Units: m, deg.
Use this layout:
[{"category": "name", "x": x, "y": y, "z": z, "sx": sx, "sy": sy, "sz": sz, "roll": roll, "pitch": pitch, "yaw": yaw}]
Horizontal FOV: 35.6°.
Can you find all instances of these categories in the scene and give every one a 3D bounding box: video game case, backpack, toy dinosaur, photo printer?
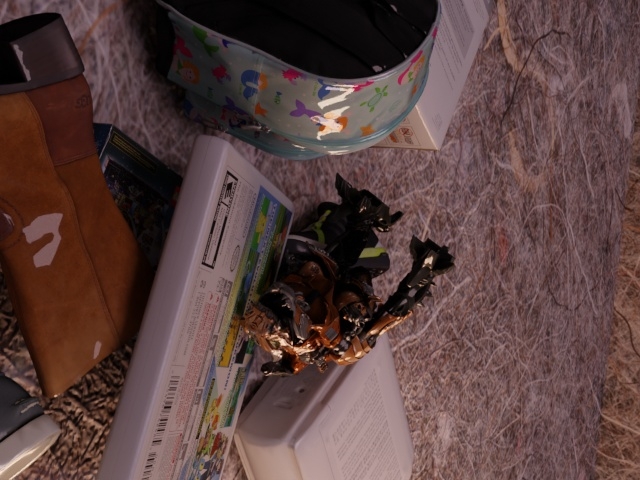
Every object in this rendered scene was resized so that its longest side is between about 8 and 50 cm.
[{"category": "video game case", "x": -0.110, "y": 0.090, "z": 0.971, "sx": 0.300, "sy": 0.036, "sz": 0.329, "roll": 41, "pitch": 63, "yaw": -77}, {"category": "backpack", "x": -0.015, "y": -0.196, "z": 0.987, "sx": 0.225, "sy": 0.253, "sz": 0.191, "roll": -56, "pitch": 160, "yaw": -38}, {"category": "toy dinosaur", "x": 0.025, "y": 0.060, "z": 1.109, "sx": 0.218, "sy": 0.164, "sz": 0.322, "roll": -56, "pitch": 175, "yaw": 10}, {"category": "photo printer", "x": 0.020, "y": 0.277, "z": 1.273, "sx": 0.256, "sy": 0.107, "sz": 0.307, "roll": -50, "pitch": 137, "yaw": -42}]

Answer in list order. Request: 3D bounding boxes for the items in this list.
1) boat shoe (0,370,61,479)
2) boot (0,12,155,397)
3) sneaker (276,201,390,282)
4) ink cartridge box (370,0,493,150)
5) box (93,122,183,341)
[{"category": "boat shoe", "x": -0.340, "y": 0.186, "z": 0.714, "sx": 0.319, "sy": 0.116, "sz": 0.099, "roll": -30, "pitch": 78, "yaw": -45}, {"category": "boot", "x": -0.258, "y": 0.000, "z": 0.769, "sx": 0.264, "sy": 0.096, "sz": 0.280, "roll": -44, "pitch": 130, "yaw": -45}, {"category": "sneaker", "x": 0.000, "y": 0.000, "z": 1.241, "sx": 0.234, "sy": 0.084, "sz": 0.097, "roll": 10, "pitch": 59, "yaw": -57}, {"category": "ink cartridge box", "x": 0.089, "y": -0.313, "z": 1.245, "sx": 0.309, "sy": 0.130, "sz": 0.272, "roll": 58, "pitch": 47, "yaw": -46}, {"category": "box", "x": -0.173, "y": 0.010, "z": 0.966, "sx": 0.233, "sy": 0.044, "sz": 0.159, "roll": 41, "pitch": 62, "yaw": -54}]
